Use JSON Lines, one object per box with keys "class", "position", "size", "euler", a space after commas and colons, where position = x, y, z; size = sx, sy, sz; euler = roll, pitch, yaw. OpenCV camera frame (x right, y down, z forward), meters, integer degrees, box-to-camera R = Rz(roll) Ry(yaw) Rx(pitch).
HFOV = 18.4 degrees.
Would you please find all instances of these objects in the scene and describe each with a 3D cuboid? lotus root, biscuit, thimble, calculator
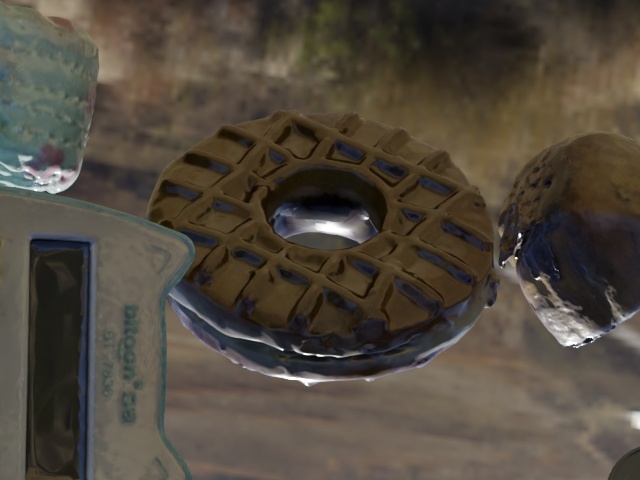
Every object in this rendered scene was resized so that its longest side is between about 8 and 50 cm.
{"class": "lotus root", "position": [0.309, -0.019, 2.307], "size": [0.192, 0.272, 0.272], "euler": [37, 154, -24]}
{"class": "biscuit", "position": [0.000, 0.000, 1.821], "size": [0.332, 0.332, 0.103], "euler": [8, 132, 2]}
{"class": "thimble", "position": [-0.308, -0.131, 1.765], "size": [0.211, 0.149, 0.185], "euler": [11, 174, -6]}
{"class": "calculator", "position": [-0.273, 0.086, 1.402], "size": [0.386, 0.256, 0.054], "euler": [3, 174, -31]}

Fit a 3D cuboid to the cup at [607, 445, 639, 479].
{"class": "cup", "position": [0.326, 0.270, 1.773], "size": [0.176, 0.131, 0.155], "euler": [3, 140, 7]}
